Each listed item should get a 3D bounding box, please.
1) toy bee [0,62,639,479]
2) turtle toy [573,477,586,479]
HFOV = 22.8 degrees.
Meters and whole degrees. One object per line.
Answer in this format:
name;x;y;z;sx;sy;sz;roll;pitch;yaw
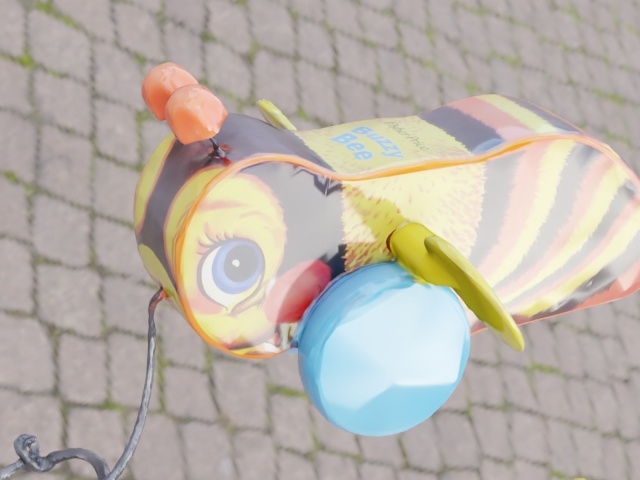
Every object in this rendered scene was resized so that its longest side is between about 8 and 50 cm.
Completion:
toy bee;0.000;0.000;0.617;0.298;0.195;0.162;-36;128;-34
turtle toy;0.143;0.148;0.680;0.130;0.095;0.066;-58;139;-67
